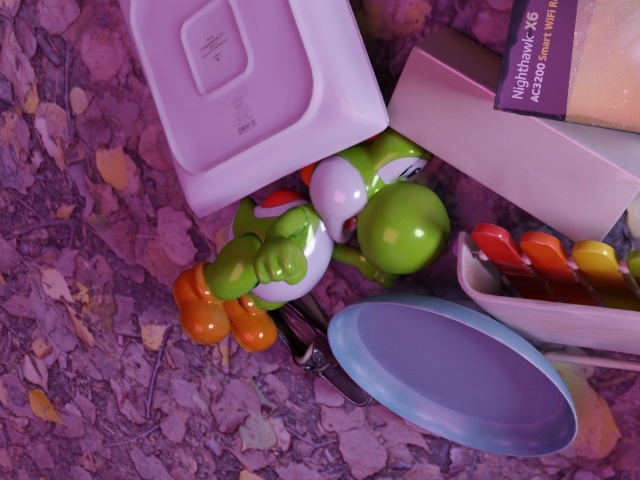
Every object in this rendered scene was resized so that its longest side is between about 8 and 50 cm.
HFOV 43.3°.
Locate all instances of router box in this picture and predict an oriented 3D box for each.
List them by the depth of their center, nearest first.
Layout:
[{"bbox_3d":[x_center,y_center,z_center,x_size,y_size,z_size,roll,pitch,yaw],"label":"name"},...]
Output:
[{"bbox_3d":[0.302,-0.249,0.706,0.243,0.081,0.308,11,106,15],"label":"router box"}]

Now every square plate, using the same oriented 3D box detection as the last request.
[{"bbox_3d":[-0.110,-0.234,0.971,0.347,0.049,0.344,-21,85,41],"label":"square plate"}]

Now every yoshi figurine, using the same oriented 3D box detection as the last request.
[{"bbox_3d":[0.008,0.020,0.974,0.362,0.203,0.203,-40,109,19],"label":"yoshi figurine"}]

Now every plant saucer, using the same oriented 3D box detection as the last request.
[{"bbox_3d":[0.159,0.160,0.983,0.318,0.043,0.317,23,149,15],"label":"plant saucer"}]

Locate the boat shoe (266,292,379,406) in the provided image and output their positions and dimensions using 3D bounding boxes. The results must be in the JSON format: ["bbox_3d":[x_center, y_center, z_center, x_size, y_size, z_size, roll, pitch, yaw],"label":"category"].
[{"bbox_3d":[-0.009,0.151,1.127,0.223,0.073,0.080,50,129,4],"label":"boat shoe"}]

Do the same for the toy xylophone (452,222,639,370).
[{"bbox_3d":[0.300,0.070,0.854,0.323,0.081,0.236,9,159,30],"label":"toy xylophone"}]

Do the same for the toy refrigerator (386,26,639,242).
[{"bbox_3d":[0.213,-0.115,0.870,0.269,0.094,0.102,34,131,14],"label":"toy refrigerator"}]
